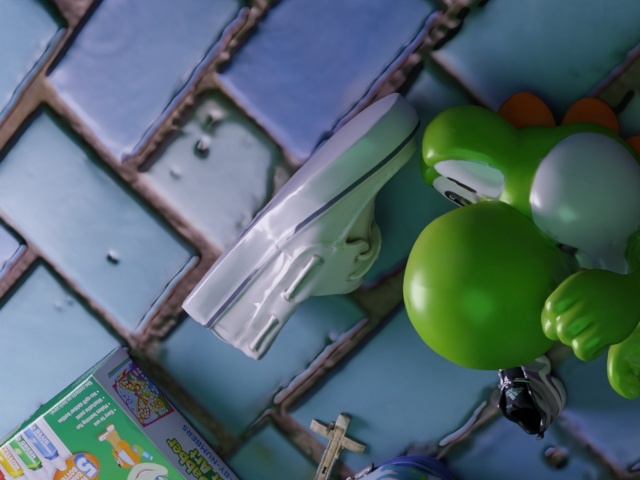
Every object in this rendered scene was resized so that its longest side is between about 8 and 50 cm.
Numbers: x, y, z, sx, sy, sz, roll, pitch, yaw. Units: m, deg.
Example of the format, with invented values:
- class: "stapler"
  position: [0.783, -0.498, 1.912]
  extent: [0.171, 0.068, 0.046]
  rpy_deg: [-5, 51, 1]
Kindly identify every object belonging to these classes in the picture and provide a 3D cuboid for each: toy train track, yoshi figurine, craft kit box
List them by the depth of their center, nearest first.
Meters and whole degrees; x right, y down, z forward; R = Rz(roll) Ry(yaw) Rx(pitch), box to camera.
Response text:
- class: "yoshi figurine"
  position: [0.205, 0.052, 1.047]
  extent: [0.362, 0.203, 0.204]
  rpy_deg: [28, 130, 12]
- class: "toy train track"
  position: [0.007, 0.173, 1.303]
  extent: [0.048, 0.014, 0.083]
  rpy_deg: [26, 124, 10]
- class: "craft kit box"
  position: [-0.175, 0.249, 1.402]
  extent: [0.246, 0.061, 0.250]
  rpy_deg: [47, 125, -7]

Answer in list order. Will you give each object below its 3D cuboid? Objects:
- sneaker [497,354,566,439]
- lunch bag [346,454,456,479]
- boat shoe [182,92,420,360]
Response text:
- class: "sneaker"
  position: [0.141, 0.098, 1.170]
  extent: [0.038, 0.069, 0.098]
  rpy_deg: [-29, 102, 32]
- class: "lunch bag"
  position: [0.075, 0.286, 1.286]
  extent: [0.219, 0.090, 0.176]
  rpy_deg: [48, 124, -5]
- class: "boat shoe"
  position: [0.000, 0.000, 1.168]
  extent: [0.088, 0.096, 0.267]
  rpy_deg: [41, 126, -5]
